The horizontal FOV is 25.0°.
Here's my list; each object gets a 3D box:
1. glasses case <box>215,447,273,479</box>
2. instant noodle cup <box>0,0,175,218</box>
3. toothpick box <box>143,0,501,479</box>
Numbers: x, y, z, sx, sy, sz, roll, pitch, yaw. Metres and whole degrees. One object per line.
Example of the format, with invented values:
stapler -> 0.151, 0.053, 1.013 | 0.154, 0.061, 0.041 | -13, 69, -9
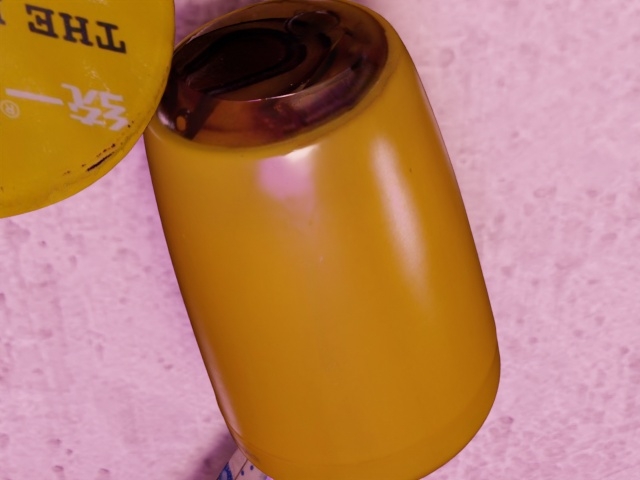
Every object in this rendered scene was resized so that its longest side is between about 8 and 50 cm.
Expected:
glasses case -> -0.051, 0.251, 1.069 | 0.125, 0.076, 0.327 | 13, 114, -35
instant noodle cup -> -0.261, -0.094, 0.617 | 0.325, 0.326, 0.254 | 28, 135, -29
toothpick box -> 0.000, 0.000, 0.811 | 0.175, 0.175, 0.271 | -11, 131, 6
